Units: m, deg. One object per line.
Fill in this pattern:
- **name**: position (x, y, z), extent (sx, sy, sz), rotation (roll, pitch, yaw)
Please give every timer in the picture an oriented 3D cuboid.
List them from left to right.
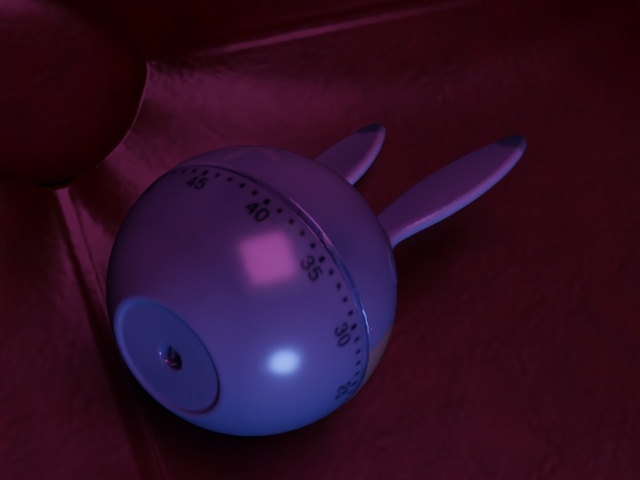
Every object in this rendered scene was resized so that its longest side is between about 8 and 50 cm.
- **timer**: position (-0.006, 0.021, 0.988), extent (0.255, 0.175, 0.175), rotation (-11, 61, -49)
